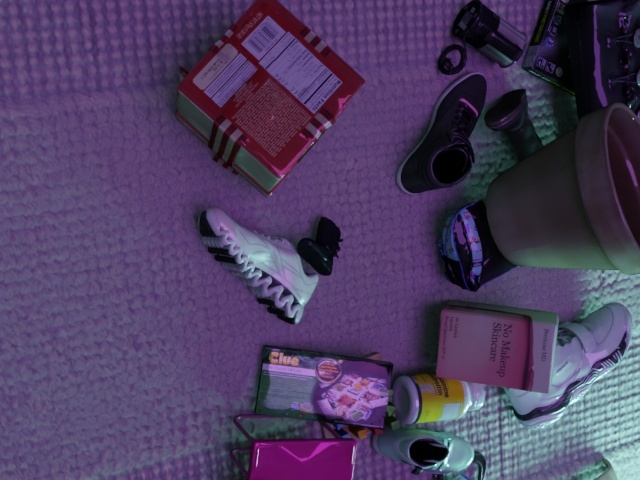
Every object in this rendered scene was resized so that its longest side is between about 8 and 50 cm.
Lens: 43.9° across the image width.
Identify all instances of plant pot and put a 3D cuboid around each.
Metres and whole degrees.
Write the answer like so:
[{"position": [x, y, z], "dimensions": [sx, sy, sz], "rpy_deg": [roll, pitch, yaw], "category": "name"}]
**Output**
[{"position": [0.491, -0.073, 1.546], "dimensions": [0.323, 0.280, 0.323], "rpy_deg": [20, 63, -45], "category": "plant pot"}]

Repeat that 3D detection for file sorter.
[{"position": [-0.076, 0.496, 1.527], "dimensions": [0.202, 0.182, 0.291], "rpy_deg": [5, 96, -24], "category": "file sorter"}]

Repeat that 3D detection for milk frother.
[{"position": [0.328, -0.388, 1.621], "dimensions": [0.134, 0.129, 0.143], "rpy_deg": [26, 131, -25], "category": "milk frother"}]

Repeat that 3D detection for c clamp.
[{"position": [0.309, 0.548, 1.800], "dimensions": [0.160, 0.022, 0.137], "rpy_deg": [-7, 96, -21], "category": "c clamp"}]

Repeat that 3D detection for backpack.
[{"position": [0.321, -0.002, 1.658], "dimensions": [0.158, 0.117, 0.173], "rpy_deg": [-27, 109, -18], "category": "backpack"}]

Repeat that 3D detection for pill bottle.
[{"position": [0.252, 0.332, 1.690], "dimensions": [0.184, 0.103, 0.103], "rpy_deg": [-1, 99, -24], "category": "pill bottle"}]

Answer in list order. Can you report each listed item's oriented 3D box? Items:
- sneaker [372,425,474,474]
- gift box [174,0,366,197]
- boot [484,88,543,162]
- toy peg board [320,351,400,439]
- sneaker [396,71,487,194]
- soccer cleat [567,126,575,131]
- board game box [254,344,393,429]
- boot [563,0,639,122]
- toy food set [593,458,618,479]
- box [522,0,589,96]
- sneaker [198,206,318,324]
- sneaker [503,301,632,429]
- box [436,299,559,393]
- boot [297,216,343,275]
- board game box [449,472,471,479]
[{"position": [0.251, 0.457, 1.680], "dimensions": [0.255, 0.151, 0.094], "rpy_deg": [16, 82, -26], "category": "sneaker"}, {"position": [-0.102, -0.256, 1.358], "dimensions": [0.255, 0.258, 0.276], "rpy_deg": [-45, 93, -9], "category": "gift box"}, {"position": [0.424, -0.197, 1.673], "dimensions": [0.189, 0.076, 0.209], "rpy_deg": [-41, 120, -44], "category": "boot"}, {"position": [0.081, 0.337, 1.628], "dimensions": [0.160, 0.079, 0.161], "rpy_deg": [-18, 105, -21], "category": "toy peg board"}, {"position": [0.279, -0.213, 1.589], "dimensions": [0.104, 0.147, 0.296], "rpy_deg": [37, 82, -23], "category": "sneaker"}, {"position": [0.599, -0.180, 1.792], "dimensions": [0.072, 0.060, 0.179], "rpy_deg": [-35, 114, -32], "category": "soccer cleat"}, {"position": [0.007, 0.290, 1.567], "dimensions": [0.259, 0.030, 0.136], "rpy_deg": [9, 93, -6], "category": "board game box"}, {"position": [0.686, -0.307, 1.739], "dimensions": [0.367, 0.146, 0.446], "rpy_deg": [-17, 101, -41], "category": "boot"}, {"position": [0.635, 0.706, 1.944], "dimensions": [0.306, 0.092, 0.220], "rpy_deg": [-27, 97, -19], "category": "toy food set"}, {"position": [0.547, -0.428, 1.729], "dimensions": [0.184, 0.045, 0.191], "rpy_deg": [19, 91, -24], "category": "box"}, {"position": [-0.114, 0.029, 1.484], "dimensions": [0.118, 0.110, 0.292], "rpy_deg": [-52, 123, -17], "category": "sneaker"}, {"position": [0.539, 0.235, 1.783], "dimensions": [0.366, 0.137, 0.210], "rpy_deg": [-44, 116, -8], "category": "sneaker"}, {"position": [0.367, 0.217, 1.645], "dimensions": [0.232, 0.127, 0.149], "rpy_deg": [6, 97, 18], "category": "box"}, {"position": [0.000, 0.000, 1.521], "dimensions": [0.121, 0.045, 0.099], "rpy_deg": [51, 44, -47], "category": "boot"}, {"position": [0.277, 0.726, 1.764], "dimensions": [0.233, 0.078, 0.347], "rpy_deg": [-23, 112, -19], "category": "board game box"}]
